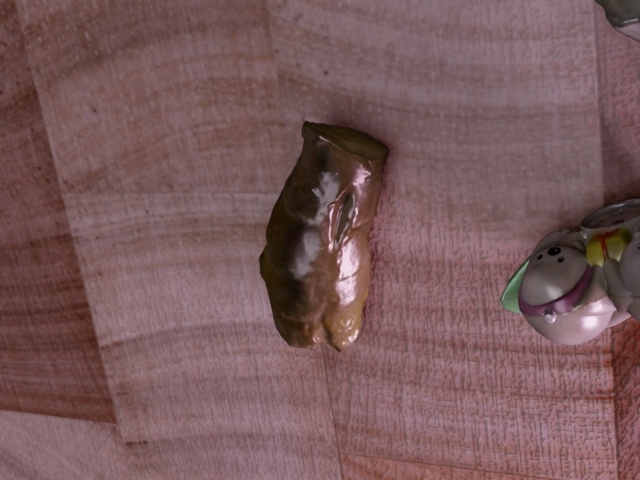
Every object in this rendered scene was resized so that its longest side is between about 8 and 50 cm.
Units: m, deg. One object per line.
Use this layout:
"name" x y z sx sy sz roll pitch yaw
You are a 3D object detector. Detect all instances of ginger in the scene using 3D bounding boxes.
"ginger" 0.000 0.000 1.058 0.116 0.109 0.263 35 126 41

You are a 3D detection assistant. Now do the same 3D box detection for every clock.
"clock" 0.273 0.032 0.914 0.231 0.144 0.103 -17 102 32

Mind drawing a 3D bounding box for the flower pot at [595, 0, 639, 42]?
"flower pot" 0.296 -0.245 0.712 0.239 0.189 0.209 1 90 38
